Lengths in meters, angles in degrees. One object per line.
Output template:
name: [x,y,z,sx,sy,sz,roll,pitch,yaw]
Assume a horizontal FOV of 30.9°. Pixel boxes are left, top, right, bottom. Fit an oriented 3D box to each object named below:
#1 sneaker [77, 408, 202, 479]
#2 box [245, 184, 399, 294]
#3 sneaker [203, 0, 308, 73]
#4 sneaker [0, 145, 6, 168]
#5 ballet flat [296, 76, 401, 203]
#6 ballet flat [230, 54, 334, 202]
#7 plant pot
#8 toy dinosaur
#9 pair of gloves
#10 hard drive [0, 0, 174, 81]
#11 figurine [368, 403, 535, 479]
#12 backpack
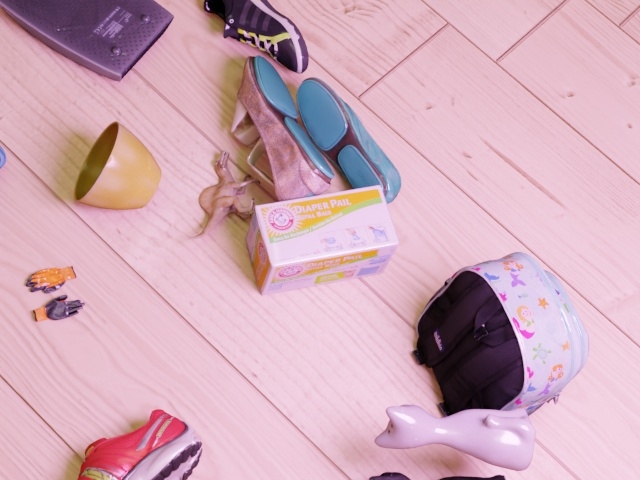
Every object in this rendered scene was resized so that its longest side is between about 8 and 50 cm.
sneaker: [-0.291,0.329,1.552,0.279,0.107,0.118,-34,56,-28]
box: [0.000,0.000,1.757,0.203,0.114,0.103,-10,67,-15]
sneaker: [-0.115,-0.348,1.939,0.097,0.084,0.234,-33,65,-21]
sneaker: [-0.639,-0.153,1.720,0.341,0.125,0.139,20,88,-4]
ballet flat: [0.049,-0.157,1.876,0.087,0.083,0.247,-9,62,-57]
ballet flat: [-0.082,-0.172,1.825,0.106,0.107,0.316,-40,46,15]
plant pot: [-0.298,-0.098,1.750,0.095,0.134,0.134,28,58,-25]
toy dinosaur: [-0.146,-0.055,1.801,0.093,0.053,0.183,6,53,9]
pair of gloves: [-0.388,0.078,1.694,0.074,0.010,0.083,-13,67,-18]
hard drive: [-0.389,-0.372,1.901,0.255,0.054,0.172,32,61,5]
figurine: [0.169,0.308,1.588,0.210,0.214,0.092,6,34,-5]
backpack: [0.266,0.139,1.662,0.191,0.253,0.225,-16,67,-19]
